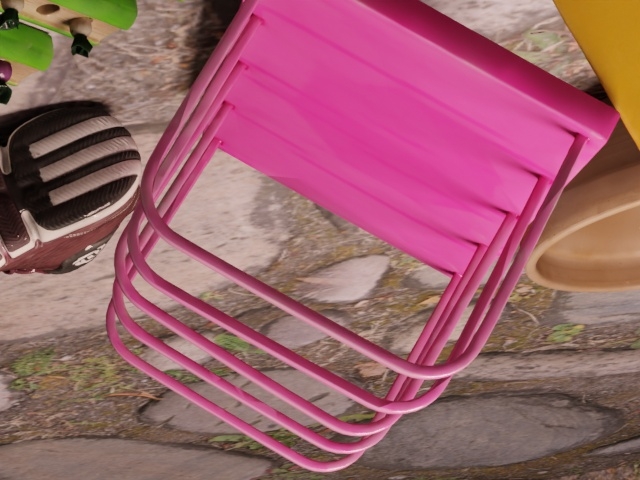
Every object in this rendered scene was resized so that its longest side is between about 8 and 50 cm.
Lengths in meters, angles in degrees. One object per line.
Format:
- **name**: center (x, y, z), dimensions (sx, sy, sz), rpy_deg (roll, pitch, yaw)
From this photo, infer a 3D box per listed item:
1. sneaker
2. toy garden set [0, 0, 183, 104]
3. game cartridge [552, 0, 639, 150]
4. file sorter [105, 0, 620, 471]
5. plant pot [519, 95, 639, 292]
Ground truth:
- **sneaker**: center (-0.245, 0.009, 1.230), dimensions (0.281, 0.106, 0.162), rpy_deg (-19, 166, -1)
- **toy garden set**: center (-0.153, -0.143, 0.945), dimensions (0.244, 0.049, 0.204), rpy_deg (-22, 158, 32)
- **game cartridge**: center (0.319, -0.092, 0.883), dimensions (0.324, 0.285, 0.053), rpy_deg (-30, 178, 18)
- **file sorter**: center (0.000, 0.000, 1.010), dimensions (0.202, 0.182, 0.290), rpy_deg (30, 161, 0)
- **plant pot**: center (0.259, -0.049, 1.332), dimensions (0.237, 0.109, 0.237), rpy_deg (-8, 162, -3)
